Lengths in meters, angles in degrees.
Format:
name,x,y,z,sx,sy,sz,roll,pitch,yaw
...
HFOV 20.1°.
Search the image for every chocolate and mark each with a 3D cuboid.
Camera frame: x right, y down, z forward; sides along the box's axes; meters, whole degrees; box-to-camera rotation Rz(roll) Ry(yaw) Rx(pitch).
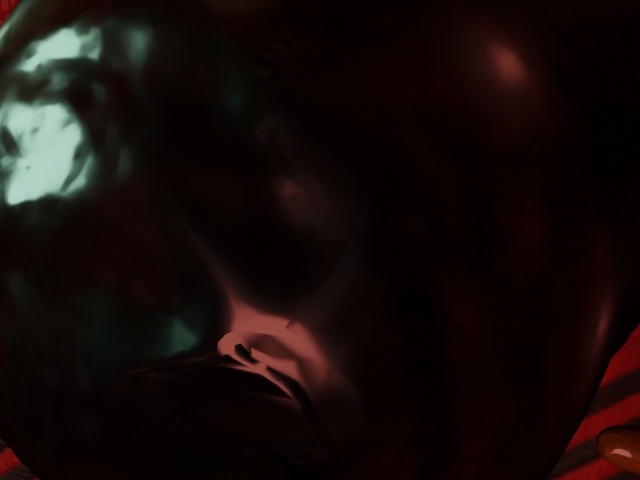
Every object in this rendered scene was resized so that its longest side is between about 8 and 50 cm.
name,x,y,z,sx,sy,sz,roll,pitch,yaw
chocolate,0.000,0.000,0.833,0.384,0.331,0.383,7,128,9

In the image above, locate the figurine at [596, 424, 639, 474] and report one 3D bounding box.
name,x,y,z,sx,sy,sz,roll,pitch,yaw
figurine,0.334,0.065,0.813,0.401,0.268,0.387,38,130,-2
